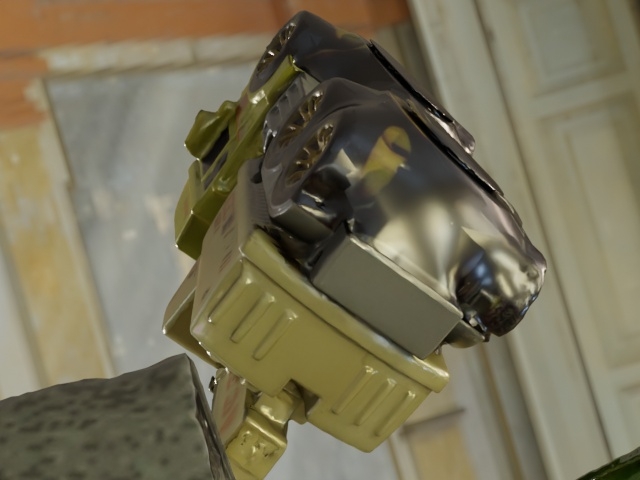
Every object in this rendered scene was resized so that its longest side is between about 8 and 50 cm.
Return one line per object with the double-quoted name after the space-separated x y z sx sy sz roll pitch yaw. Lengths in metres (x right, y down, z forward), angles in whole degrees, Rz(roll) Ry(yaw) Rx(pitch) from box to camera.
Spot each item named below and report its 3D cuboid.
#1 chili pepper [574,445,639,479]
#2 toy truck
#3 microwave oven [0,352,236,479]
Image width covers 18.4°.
0.125 0.193 1.150 0.359 0.076 0.085 -34 -147 25 "chili pepper"
0.000 0.000 1.377 0.254 0.181 0.405 -49 -163 12 "toy truck"
-0.129 0.297 0.532 0.374 0.432 0.236 -17 134 -1 "microwave oven"
